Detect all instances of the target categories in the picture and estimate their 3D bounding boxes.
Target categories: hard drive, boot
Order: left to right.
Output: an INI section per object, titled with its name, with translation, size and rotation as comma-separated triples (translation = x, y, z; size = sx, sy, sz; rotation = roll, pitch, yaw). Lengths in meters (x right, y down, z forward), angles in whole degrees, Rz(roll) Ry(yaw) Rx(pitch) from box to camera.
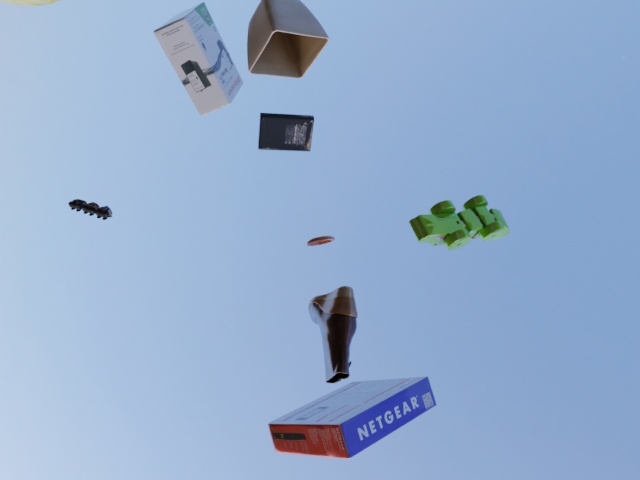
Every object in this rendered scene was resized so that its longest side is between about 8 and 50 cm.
[hard drive]
translation = -0.088, -0.271, 1.355
size = 0.022, 0.135, 0.094
rotation = -106, -159, -51
[boot]
translation = 0.018, 0.234, 1.289
size = 0.248, 0.090, 0.207
rotation = 130, -32, -64

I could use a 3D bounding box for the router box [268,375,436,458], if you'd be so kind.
[router box]
translation = 0.081, 0.456, 1.414
size = 0.301, 0.335, 0.082
rotation = -22, -97, 49

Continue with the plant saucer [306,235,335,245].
[plant saucer]
translation = 0.000, 0.000, 1.561
size = 0.083, 0.083, 0.013
rotation = -18, -101, 35

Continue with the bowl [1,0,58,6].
[bowl]
translation = -0.355, -0.393, 0.527
size = 0.289, 0.156, 0.290
rotation = 3, -74, 11

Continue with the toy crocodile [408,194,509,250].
[toy crocodile]
translation = 0.362, -0.036, 1.384
size = 0.105, 0.340, 0.115
rotation = -53, -125, 47

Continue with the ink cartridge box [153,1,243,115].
[ink cartridge box]
translation = -0.273, -0.417, 1.246
size = 0.086, 0.209, 0.153
rotation = -15, -147, 17

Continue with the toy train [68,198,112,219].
[toy train]
translation = -0.608, -0.085, 1.433
size = 0.158, 0.027, 0.036
rotation = 15, -137, 27

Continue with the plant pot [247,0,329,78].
[plant pot]
translation = -0.066, -0.354, 0.922
size = 0.109, 0.109, 0.096
rotation = -39, -118, 51
